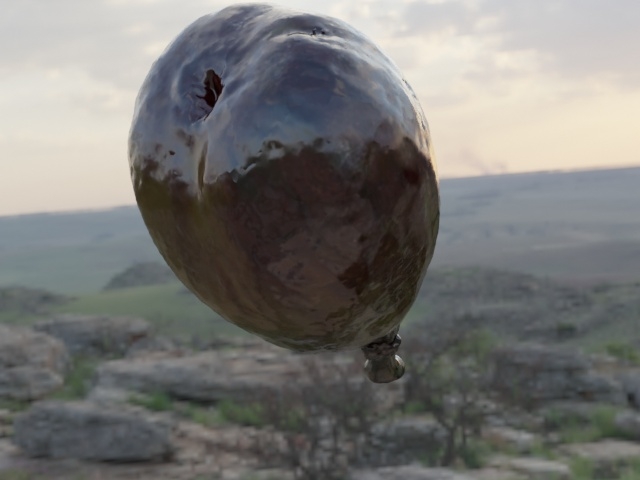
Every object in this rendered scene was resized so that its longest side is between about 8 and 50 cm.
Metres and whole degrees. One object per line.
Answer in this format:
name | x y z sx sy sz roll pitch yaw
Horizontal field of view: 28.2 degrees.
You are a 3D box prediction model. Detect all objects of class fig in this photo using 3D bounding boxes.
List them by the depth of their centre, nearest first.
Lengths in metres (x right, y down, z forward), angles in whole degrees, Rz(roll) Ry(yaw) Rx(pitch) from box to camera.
fig | -0.002 0.001 0.699 0.170 0.274 0.145 23 61 40
